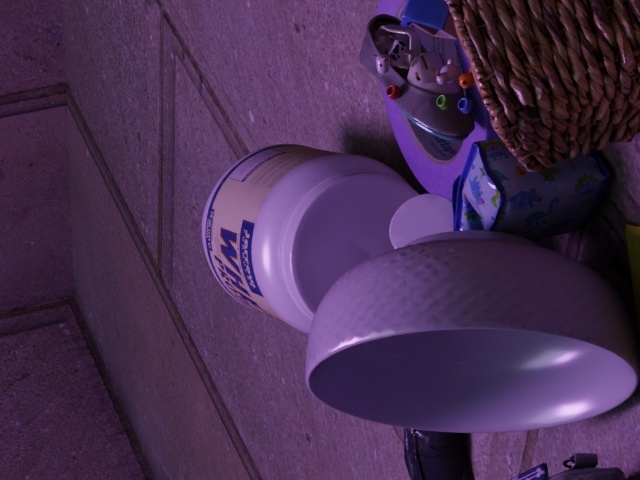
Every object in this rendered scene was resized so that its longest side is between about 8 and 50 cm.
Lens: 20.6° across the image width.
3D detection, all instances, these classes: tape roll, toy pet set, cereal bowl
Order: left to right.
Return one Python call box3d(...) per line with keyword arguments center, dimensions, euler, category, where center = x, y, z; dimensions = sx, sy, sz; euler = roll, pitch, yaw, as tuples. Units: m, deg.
box3d(center=(0.105, -0.197, 1.763), dimensions=(0.122, 0.065, 0.114), euler=(14, 83, 48), category="toy pet set")
box3d(center=(0.156, -0.183, 1.929), dimensions=(0.275, 0.090, 0.275), euler=(166, 90, -71), category="tape roll")
box3d(center=(0.152, 0.083, 1.789), dimensions=(0.339, 0.338, 0.141), euler=(121, 152, -64), category="cereal bowl")

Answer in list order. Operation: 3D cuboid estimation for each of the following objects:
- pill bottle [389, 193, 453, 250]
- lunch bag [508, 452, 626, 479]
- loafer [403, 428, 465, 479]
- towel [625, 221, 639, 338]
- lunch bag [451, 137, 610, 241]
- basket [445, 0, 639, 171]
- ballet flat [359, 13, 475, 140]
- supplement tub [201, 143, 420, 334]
box3d(center=(0.145, 0.029, 1.953), dimensions=(0.108, 0.108, 0.193), euler=(62, -174, 36), category="pill bottle")
box3d(center=(0.267, 0.401, 1.844), dimensions=(0.256, 0.212, 0.305), euler=(-44, 61, 49), category="lunch bag")
box3d(center=(0.144, 0.245, 2.258), dimensions=(0.078, 0.076, 0.223), euler=(156, 104, -78), category="loafer")
box3d(center=(0.325, 0.104, 1.660), dimensions=(0.102, 0.021, 0.237), euler=(-166, 66, -68), category="towel")
box3d(center=(0.209, -0.043, 1.807), dimensions=(0.151, 0.128, 0.096), euler=(102, 152, -54), category="lunch bag")
box3d(center=(0.237, -0.240, 1.656), dimensions=(0.213, 0.223, 0.299), euler=(34, -146, -67), category="basket")
box3d(center=(0.099, -0.178, 1.851), dimensions=(0.213, 0.072, 0.068), euler=(-129, 41, -51), category="ballet flat")
box3d(center=(0.000, 0.000, 2.262), dimensions=(0.325, 0.235, 0.236), euler=(-163, 62, -69), category="supplement tub")
